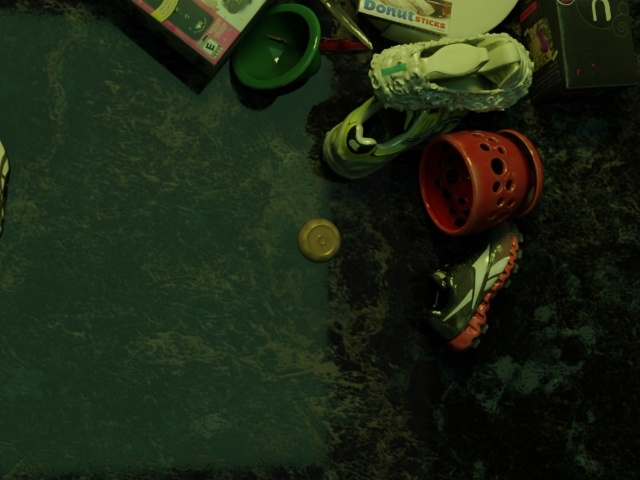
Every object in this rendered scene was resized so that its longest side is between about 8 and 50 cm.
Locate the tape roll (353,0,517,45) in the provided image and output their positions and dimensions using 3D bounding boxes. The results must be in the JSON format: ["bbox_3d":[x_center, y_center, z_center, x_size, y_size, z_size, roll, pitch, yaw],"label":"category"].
[{"bbox_3d":[0.219,-0.566,1.626,0.392,0.072,0.392,1,85,-17],"label":"tape roll"}]

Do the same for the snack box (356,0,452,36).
[{"bbox_3d":[0.156,-0.429,1.550,0.178,0.022,0.064,10,85,-15],"label":"snack box"}]

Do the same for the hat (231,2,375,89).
[{"bbox_3d":[-0.032,-0.323,1.559,0.208,0.183,0.173,-5,71,26],"label":"hat"}]

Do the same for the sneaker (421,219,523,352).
[{"bbox_3d":[0.281,0.067,1.583,0.135,0.097,0.276,32,80,-14],"label":"sneaker"}]

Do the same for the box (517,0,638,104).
[{"bbox_3d":[0.504,-0.419,1.659,0.165,0.143,0.270,-7,88,-16],"label":"box"}]

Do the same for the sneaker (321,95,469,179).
[{"bbox_3d":[0.183,-0.242,1.552,0.384,0.147,0.145,-39,95,-17],"label":"sneaker"}]

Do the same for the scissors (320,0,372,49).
[{"bbox_3d":[-0.013,-0.455,1.535,0.109,0.021,0.297,-21,75,-21],"label":"scissors"}]

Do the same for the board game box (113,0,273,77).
[{"bbox_3d":[-0.241,-0.470,1.454,0.303,0.097,0.224,37,83,-5],"label":"board game box"}]

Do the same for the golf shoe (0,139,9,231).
[{"bbox_3d":[-0.548,-0.099,1.361,0.077,0.094,0.198,-5,86,-15],"label":"golf shoe"}]

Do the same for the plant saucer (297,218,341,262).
[{"bbox_3d":[0.000,0.000,1.550,0.083,0.015,0.083,1,86,-16],"label":"plant saucer"}]

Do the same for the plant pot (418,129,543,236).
[{"bbox_3d":[0.300,-0.116,1.560,0.174,0.191,0.191,-14,90,-25],"label":"plant pot"}]

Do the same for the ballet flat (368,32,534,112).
[{"bbox_3d":[0.268,-0.298,1.471,0.409,0.147,0.147,-16,90,-36],"label":"ballet flat"}]
